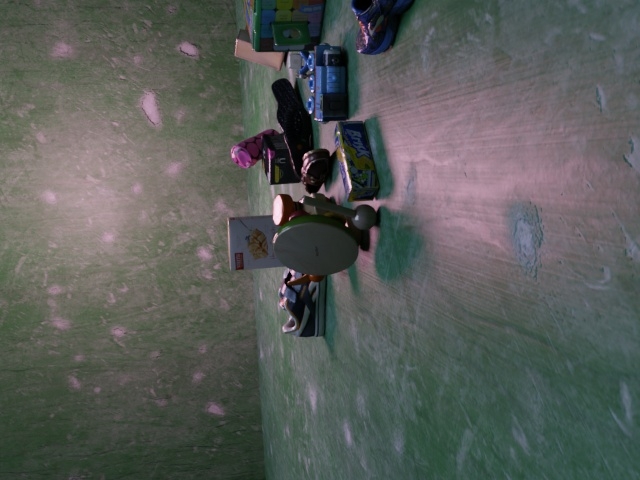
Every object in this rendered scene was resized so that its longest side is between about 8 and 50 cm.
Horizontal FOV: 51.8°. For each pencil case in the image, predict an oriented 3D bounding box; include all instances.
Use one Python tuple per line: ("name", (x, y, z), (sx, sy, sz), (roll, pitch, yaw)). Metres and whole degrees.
("pencil case", (-0.211, -0.314, 2.264), (0.098, 0.209, 0.095), (52, 134, 0))

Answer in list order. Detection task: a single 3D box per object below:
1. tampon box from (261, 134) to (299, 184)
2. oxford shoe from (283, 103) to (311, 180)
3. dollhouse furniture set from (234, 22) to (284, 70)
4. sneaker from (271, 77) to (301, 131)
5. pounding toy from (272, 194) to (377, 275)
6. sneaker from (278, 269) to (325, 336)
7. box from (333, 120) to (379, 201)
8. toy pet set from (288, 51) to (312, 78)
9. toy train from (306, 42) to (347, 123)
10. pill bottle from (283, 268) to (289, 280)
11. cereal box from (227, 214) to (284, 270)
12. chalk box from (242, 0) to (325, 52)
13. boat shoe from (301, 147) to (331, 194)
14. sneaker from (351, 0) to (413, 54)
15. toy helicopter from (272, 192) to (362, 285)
("tampon box", (-0.131, -0.266, 2.149), (0.161, 0.101, 0.120), (-118, 26, -61))
("oxford shoe", (-0.067, -0.280, 1.905), (0.096, 0.083, 0.227), (133, 133, -79))
("dollhouse furniture set", (-0.175, -0.721, 2.222), (0.212, 0.161, 0.242), (119, 167, -68))
("sneaker", (-0.090, -0.401, 2.035), (0.097, 0.084, 0.234), (61, -165, -56))
("pounding toy", (0.002, -0.034, 1.400), (0.237, 0.183, 0.110), (125, 156, -47))
("sneaker", (-0.054, 0.132, 1.890), (0.126, 0.127, 0.321), (-128, 37, -71))
("box", (0.071, -0.164, 1.354), (0.054, 0.059, 0.169), (110, 153, -60))
("toy pet set", (-0.035, -0.496, 1.786), (0.114, 0.065, 0.122), (-39, -44, -61))
("toy train", (0.018, -0.357, 1.508), (0.105, 0.080, 0.184), (-147, 55, -63))
("pill bottle", (-0.068, 0.135, 2.023), (0.094, 0.094, 0.169), (-110, 20, -52))
("cereal box", (-0.180, 0.005, 2.143), (0.047, 0.240, 0.173), (-125, 33, -68))
("chalk box", (-0.093, -0.604, 1.686), (0.179, 0.180, 0.289), (100, 160, -50))
("boat shoe", (-0.010, -0.176, 1.709), (0.207, 0.073, 0.073), (108, 154, -77))
("sneaker", (0.090, -0.395, 1.123), (0.221, 0.087, 0.083), (118, 146, -68))
("toy helicopter", (0.000, 0.000, 1.599), (0.355, 0.140, 0.235), (-179, 91, -65))
